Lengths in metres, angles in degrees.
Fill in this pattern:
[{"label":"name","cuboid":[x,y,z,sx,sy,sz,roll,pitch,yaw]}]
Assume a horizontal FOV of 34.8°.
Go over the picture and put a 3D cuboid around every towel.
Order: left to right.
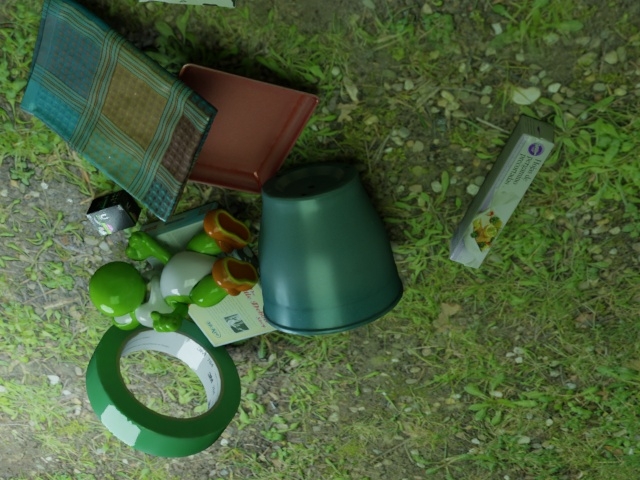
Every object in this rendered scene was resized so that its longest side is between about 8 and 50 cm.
[{"label":"towel","cuboid":[-0.365,-0.233,1.783,0.370,0.040,0.271,38,130,12]}]

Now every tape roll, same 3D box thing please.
[{"label":"tape roll","cuboid":[-0.327,0.298,2.144,0.321,0.321,0.077,25,129,-13]}]

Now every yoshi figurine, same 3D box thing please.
[{"label":"yoshi figurine","cuboid":[-0.310,0.076,1.977,0.362,0.203,0.203,-27,104,31]}]

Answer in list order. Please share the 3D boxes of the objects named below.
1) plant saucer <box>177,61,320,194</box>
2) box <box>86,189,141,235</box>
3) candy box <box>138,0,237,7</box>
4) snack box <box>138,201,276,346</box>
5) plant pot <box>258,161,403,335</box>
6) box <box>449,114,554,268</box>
[{"label":"plant saucer","cuboid":[-0.169,-0.205,1.835,0.259,0.047,0.258,11,134,-26]},{"label":"box","cuboid":[-0.411,-0.055,2.035,0.083,0.052,0.062,-16,126,19]},{"label":"candy box","cuboid":[-0.214,-0.480,1.637,0.165,0.070,0.196,5,130,4]},{"label":"snack box","cuboid":[-0.216,0.077,2.113,0.187,0.060,0.322,-17,125,23]},{"label":"plant pot","cuboid":[0.000,0.000,1.902,0.272,0.271,0.255,-6,114,13]},{"label":"box","cuboid":[0.331,-0.083,1.895,0.063,0.067,0.324,18,129,-8]}]
